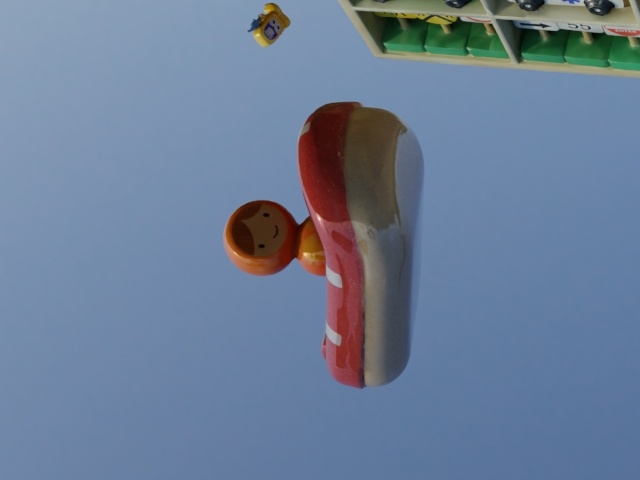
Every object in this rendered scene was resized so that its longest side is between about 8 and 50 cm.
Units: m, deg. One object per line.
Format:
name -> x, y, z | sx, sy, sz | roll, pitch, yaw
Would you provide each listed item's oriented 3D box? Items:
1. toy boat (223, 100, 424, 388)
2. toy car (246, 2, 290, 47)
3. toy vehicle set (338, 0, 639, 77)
toy boat -> 0.000, 0.000, 1.499 | 0.151, 0.231, 0.151 | 4, -138, 6
toy car -> -0.038, -0.178, 1.301 | 0.060, 0.122, 0.040 | -1, -137, 35
toy vehicle set -> 0.132, -0.140, 1.051 | 0.267, 0.166, 0.035 | 6, -109, 23
